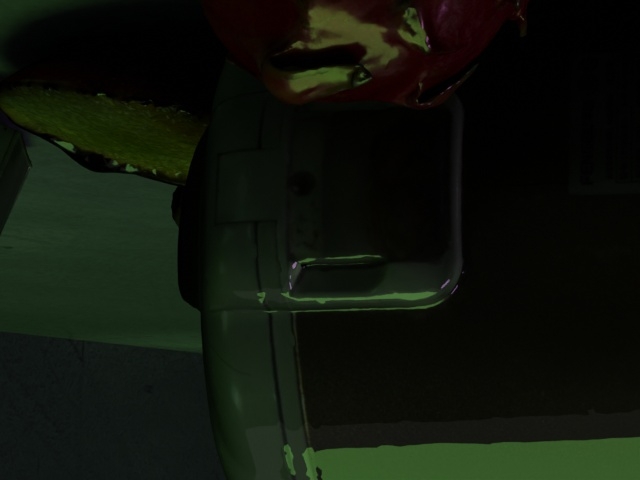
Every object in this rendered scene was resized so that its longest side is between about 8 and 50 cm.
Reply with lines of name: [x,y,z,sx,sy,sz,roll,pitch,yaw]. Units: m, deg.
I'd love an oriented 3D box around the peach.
peach: [-0.109,-0.088,0.986,0.189,0.068,0.279,14,172,-15]

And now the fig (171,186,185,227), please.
fig: [0.000,0.000,1.127,0.225,0.203,0.203,13,170,-3]

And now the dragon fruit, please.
dragon fruit: [0.008,-0.112,0.623,0.166,0.133,0.136,10,163,8]

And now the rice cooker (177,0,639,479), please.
rice cooker: [0.089,0.018,0.836,0.325,0.335,0.335,-1,171,14]

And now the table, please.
table: [-0.289,-0.033,1.146,0.111,0.121,0.240,23,174,-7]
